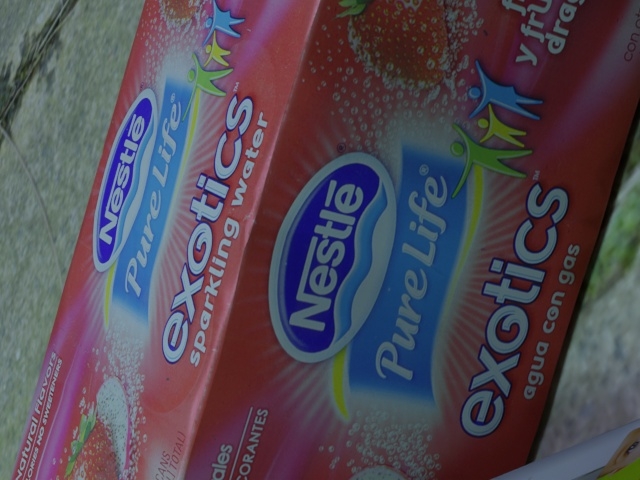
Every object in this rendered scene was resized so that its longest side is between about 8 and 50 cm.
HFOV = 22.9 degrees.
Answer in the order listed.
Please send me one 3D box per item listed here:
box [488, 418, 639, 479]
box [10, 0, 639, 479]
[{"bbox_3d":[0.064,0.134,0.444,0.114,0.103,0.203,-45,7,-40],"label":"box"},{"bbox_3d":[0.000,0.000,0.606,0.154,0.142,0.300,27,102,59],"label":"box"}]
